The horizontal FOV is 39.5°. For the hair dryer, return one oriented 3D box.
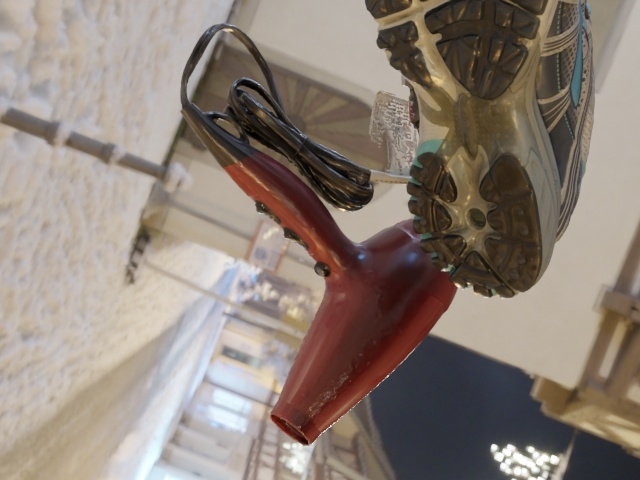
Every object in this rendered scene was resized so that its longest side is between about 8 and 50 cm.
[{"bbox_3d":[0.000,0.000,0.653,0.080,0.223,0.294,152,-60,-68],"label":"hair dryer"}]

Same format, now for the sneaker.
[{"bbox_3d":[0.102,-0.114,0.509,0.122,0.110,0.283,-39,134,-43],"label":"sneaker"}]
